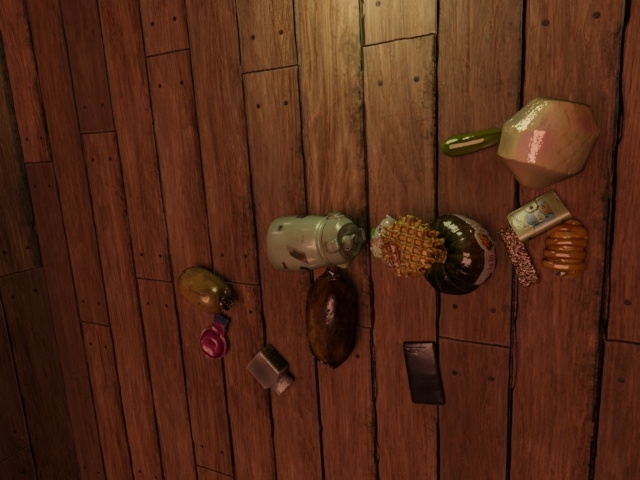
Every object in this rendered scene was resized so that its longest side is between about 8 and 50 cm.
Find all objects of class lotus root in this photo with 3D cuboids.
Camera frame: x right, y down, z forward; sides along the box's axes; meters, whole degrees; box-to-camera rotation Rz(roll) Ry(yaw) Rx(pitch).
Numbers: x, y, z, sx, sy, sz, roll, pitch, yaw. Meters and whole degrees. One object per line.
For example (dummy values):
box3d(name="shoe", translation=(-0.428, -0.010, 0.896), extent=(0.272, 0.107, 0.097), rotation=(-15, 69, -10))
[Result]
box3d(name="lotus root", translation=(0.039, 0.293, 1.723), extent=(0.195, 0.179, 0.398), rotation=(9, 106, 23))
box3d(name="lotus root", translation=(-0.497, 0.221, 1.996), extent=(0.284, 0.146, 0.160), rotation=(26, 75, 22))

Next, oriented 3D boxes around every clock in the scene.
box3d(name="clock", translation=(0.252, 0.006, 1.570), extent=(0.231, 0.103, 0.144), rotation=(42, 122, 45))

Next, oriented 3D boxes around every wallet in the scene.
box3d(name="wallet", translation=(0.379, 0.489, 1.683), extent=(0.124, 0.025, 0.244), rotation=(-7, 98, 28))
box3d(name="wallet", translation=(0.651, -0.072, 1.373), extent=(0.155, 0.039, 0.110), rotation=(-33, 49, 23))

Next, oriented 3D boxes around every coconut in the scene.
box3d(name="coconut", translation=(0.617, -0.264, 1.262), extent=(0.259, 0.259, 0.259), rotation=(6, 104, 26))

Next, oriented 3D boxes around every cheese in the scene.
box3d(name="cheese", translation=(-0.481, 0.442, 2.092), extent=(0.155, 0.062, 0.244), rotation=(29, 112, 17))

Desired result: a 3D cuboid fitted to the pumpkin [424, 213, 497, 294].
box3d(name="pumpkin", translation=(0.440, 0.049, 1.467), extent=(0.260, 0.189, 0.260), rotation=(-17, 70, 54))

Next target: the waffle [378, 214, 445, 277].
box3d(name="waffle", translation=(0.273, 0.022, 1.436), extent=(0.193, 0.070, 0.197), rotation=(46, 118, 22))

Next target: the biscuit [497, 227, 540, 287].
box3d(name="biscuit", translation=(0.629, 0.051, 1.448), extent=(0.064, 0.034, 0.199), rotation=(-24, 90, 28))

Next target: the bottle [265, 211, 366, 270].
box3d(name="bottle", translation=(0.000, 0.000, 1.651), extent=(0.351, 0.229, 0.229), rotation=(-6, 99, 34))

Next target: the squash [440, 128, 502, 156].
box3d(name="squash", translation=(0.477, -0.308, 1.430), extent=(0.201, 0.066, 0.066), rotation=(-11, 96, 22))

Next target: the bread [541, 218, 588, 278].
box3d(name="bread", translation=(0.729, 0.023, 1.366), extent=(0.119, 0.084, 0.177), rotation=(5, 99, 26))

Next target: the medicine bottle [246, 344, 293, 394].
box3d(name="medicine bottle", translation=(-0.208, 0.563, 1.964), extent=(0.188, 0.088, 0.132), rotation=(46, 117, 11))
